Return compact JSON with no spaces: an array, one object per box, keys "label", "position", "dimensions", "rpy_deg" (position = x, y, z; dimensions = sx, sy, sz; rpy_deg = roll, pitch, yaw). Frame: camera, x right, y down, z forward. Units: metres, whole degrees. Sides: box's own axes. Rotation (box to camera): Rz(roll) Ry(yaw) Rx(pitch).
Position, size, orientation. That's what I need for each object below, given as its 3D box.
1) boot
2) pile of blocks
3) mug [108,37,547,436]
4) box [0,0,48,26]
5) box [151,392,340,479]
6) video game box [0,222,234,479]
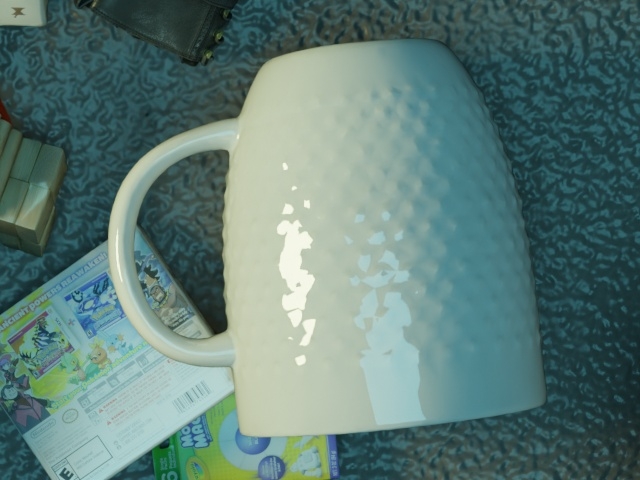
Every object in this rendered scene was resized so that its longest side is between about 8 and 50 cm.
[{"label":"boot","position":[-0.070,-0.261,1.708],"dimensions":[0.263,0.091,0.229],"rpy_deg":[17,113,-23]},{"label":"pile of blocks","position":[-0.359,-0.111,1.655],"dimensions":[0.362,0.149,0.112],"rpy_deg":[40,61,-47]},{"label":"mug","position":[0.000,0.000,1.657],"dimensions":[0.374,0.276,0.328],"rpy_deg":[-6,88,-8]},{"label":"box","position":[-0.325,-0.362,1.529],"dimensions":[0.215,0.168,0.345],"rpy_deg":[1,60,-5]},{"label":"box","position":[-0.075,0.187,1.809],"dimensions":[0.179,0.043,0.105],"rpy_deg":[-7,100,-2]},{"label":"video game box","position":[-0.203,0.116,1.760],"dimensions":[0.205,0.048,0.187],"rpy_deg":[-35,88,2]}]
